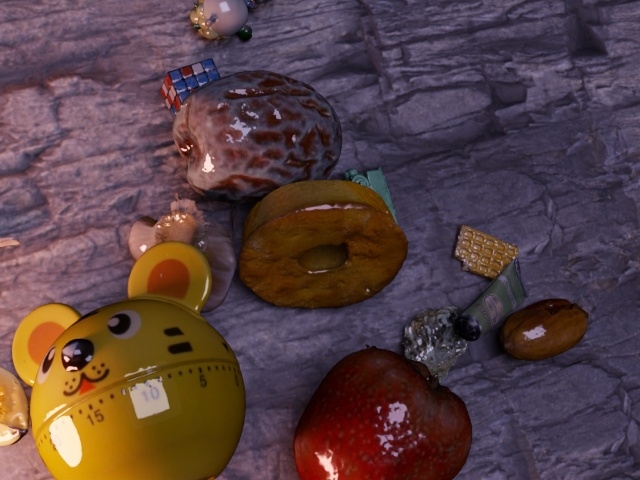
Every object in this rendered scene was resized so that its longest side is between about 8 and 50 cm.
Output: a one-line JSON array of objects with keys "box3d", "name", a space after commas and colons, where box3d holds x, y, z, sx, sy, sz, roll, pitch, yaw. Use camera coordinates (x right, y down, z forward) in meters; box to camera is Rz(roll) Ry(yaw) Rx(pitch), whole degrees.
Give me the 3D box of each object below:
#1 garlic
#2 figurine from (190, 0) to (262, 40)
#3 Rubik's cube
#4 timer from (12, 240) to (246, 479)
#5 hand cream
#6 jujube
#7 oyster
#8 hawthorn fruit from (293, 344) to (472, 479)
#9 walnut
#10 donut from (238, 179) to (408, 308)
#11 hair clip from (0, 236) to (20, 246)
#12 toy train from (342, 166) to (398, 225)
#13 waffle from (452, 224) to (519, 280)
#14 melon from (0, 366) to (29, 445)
[{"box3d": [-0.212, -0.009, 1.865, 0.207, 0.207, 0.257, 38, 61, -5], "name": "garlic"}, {"box3d": [-0.162, -0.457, 2.055, 0.197, 0.093, 0.147, -40, 112, -30], "name": "figurine"}, {"box3d": [-0.232, -0.269, 1.978, 0.092, 0.092, 0.092, -23, 84, -20], "name": "Rubik's cube"}, {"box3d": [-0.305, 0.223, 1.699, 0.376, 0.376, 0.387, -16, 71, -21], "name": "timer"}, {"box3d": [0.332, 0.120, 2.044, 0.235, 0.055, 0.086, -34, 111, -41], "name": "hand cream"}, {"box3d": [-0.103, -0.175, 1.900, 0.308, 0.246, 0.215, -11, 55, -32], "name": "jujube"}, {"box3d": [0.223, 0.185, 2.019, 0.125, 0.064, 0.177, 35, 61, -19], "name": "oyster"}, {"box3d": [0.087, 0.363, 1.829, 0.284, 0.285, 0.369, 38, 77, -5], "name": "hawthorn fruit"}, {"box3d": [0.437, 0.170, 2.067, 0.207, 0.116, 0.116, -16, 81, -21], "name": "walnut"}, {"box3d": [0.000, 0.000, 1.894, 0.303, 0.303, 0.110, 3, 50, -17], "name": "donut"}, {"box3d": [-0.631, 0.012, 1.810, 0.226, 0.034, 0.072, -22, 80, -20], "name": "hair clip"}, {"box3d": [0.096, -0.058, 2.042, 0.099, 0.070, 0.172, -10, 80, -30], "name": "toy train"}, {"box3d": [0.325, 0.031, 2.114, 0.135, 0.021, 0.092, 20, 71, -12], "name": "waffle"}, {"box3d": [-0.552, 0.269, 1.751, 0.160, 0.079, 0.128, 21, 50, -14], "name": "melon"}]
